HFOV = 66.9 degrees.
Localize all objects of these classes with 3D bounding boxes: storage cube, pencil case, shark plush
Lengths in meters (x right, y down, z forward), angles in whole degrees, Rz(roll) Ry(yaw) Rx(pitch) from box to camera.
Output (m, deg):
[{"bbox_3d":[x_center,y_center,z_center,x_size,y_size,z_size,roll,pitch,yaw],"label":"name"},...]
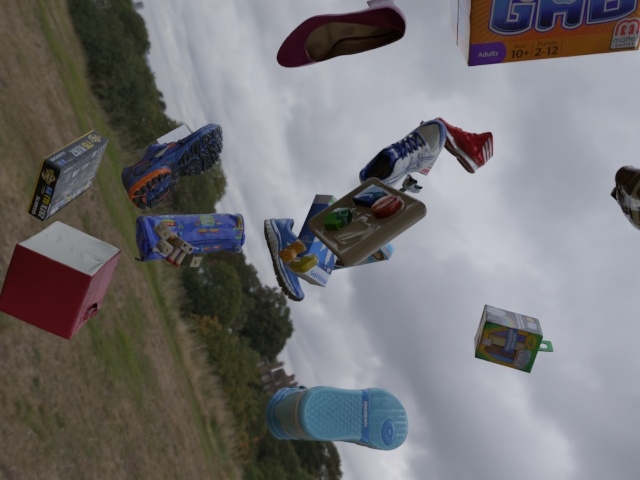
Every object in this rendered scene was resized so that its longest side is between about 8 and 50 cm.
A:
[{"bbox_3d":[-0.650,0.095,1.226,0.193,0.215,0.184,-62,-172,18],"label":"storage cube"},{"bbox_3d":[-0.360,-0.012,1.357,0.133,0.306,0.119,52,-42,48],"label":"pencil case"},{"bbox_3d":[0.304,-0.187,1.568,0.067,0.073,0.161,29,-11,5],"label":"shark plush"}]

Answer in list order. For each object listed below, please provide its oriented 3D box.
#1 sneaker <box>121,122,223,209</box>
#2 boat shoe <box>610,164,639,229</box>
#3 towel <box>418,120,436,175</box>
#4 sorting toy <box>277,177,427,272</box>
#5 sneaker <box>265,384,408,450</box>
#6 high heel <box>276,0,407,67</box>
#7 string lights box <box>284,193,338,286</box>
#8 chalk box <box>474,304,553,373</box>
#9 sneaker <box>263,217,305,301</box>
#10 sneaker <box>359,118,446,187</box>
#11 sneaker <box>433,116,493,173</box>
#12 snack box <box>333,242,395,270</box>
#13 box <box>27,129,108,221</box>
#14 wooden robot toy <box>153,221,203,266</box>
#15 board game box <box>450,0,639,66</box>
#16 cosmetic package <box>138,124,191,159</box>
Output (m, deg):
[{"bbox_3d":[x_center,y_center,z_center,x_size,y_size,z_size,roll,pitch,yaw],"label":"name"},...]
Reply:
[{"bbox_3d":[-0.273,-0.155,0.893,0.087,0.221,0.083,40,-25,22],"label":"sneaker"},{"bbox_3d":[0.738,-0.106,1.135,0.095,0.095,0.257,43,4,37],"label":"boat shoe"},{"bbox_3d":[0.426,-0.377,1.994,0.197,0.144,0.029,-63,-157,17],"label":"towel"},{"bbox_3d":[0.053,-0.029,1.071,0.041,0.307,0.229,60,-7,-32],"label":"sorting toy"},{"bbox_3d":[0.025,0.376,1.045,0.208,0.319,0.127,-20,-126,46],"label":"sneaker"},{"bbox_3d":[0.047,-0.549,1.336,0.127,0.377,0.181,50,25,-43],"label":"high heel"},{"bbox_3d":[0.000,0.000,1.522,0.077,0.260,0.133,8,-21,42],"label":"string lights box"},{"bbox_3d":[0.592,0.304,1.478,0.132,0.213,0.132,-42,145,-67],"label":"chalk box"},{"bbox_3d":[-0.103,0.058,1.750,0.130,0.147,0.330,107,-31,-69],"label":"sneaker"},{"bbox_3d":[0.240,-0.242,1.403,0.112,0.296,0.131,52,12,16],"label":"sneaker"},{"bbox_3d":[0.472,-0.334,1.573,0.221,0.128,0.087,54,1,5],"label":"sneaker"},{"bbox_3d":[0.094,0.009,1.764,0.322,0.060,0.187,-16,-60,49],"label":"snack box"},{"bbox_3d":[-0.956,-0.252,1.845,0.257,0.079,0.322,-51,-169,30],"label":"box"},{"bbox_3d":[-0.363,0.010,1.189,0.079,0.076,0.173,33,-10,33],"label":"wooden robot toy"},{"bbox_3d":[0.497,-0.637,1.095,0.356,0.356,0.356,-80,165,-54],"label":"board game box"},{"bbox_3d":[-0.632,-0.370,2.059,0.151,0.184,0.151,-20,-70,37],"label":"cosmetic package"}]
